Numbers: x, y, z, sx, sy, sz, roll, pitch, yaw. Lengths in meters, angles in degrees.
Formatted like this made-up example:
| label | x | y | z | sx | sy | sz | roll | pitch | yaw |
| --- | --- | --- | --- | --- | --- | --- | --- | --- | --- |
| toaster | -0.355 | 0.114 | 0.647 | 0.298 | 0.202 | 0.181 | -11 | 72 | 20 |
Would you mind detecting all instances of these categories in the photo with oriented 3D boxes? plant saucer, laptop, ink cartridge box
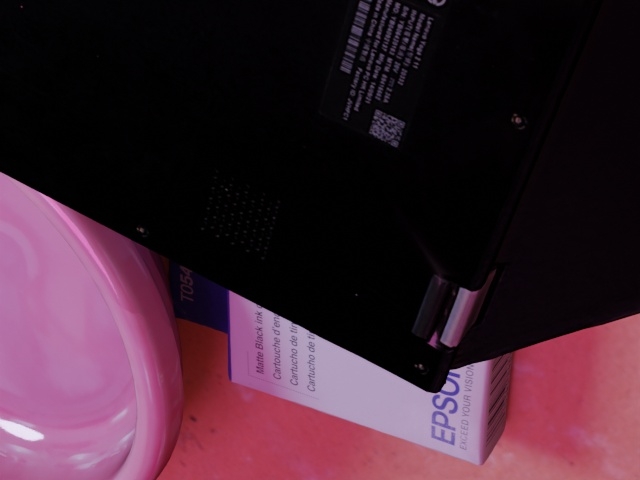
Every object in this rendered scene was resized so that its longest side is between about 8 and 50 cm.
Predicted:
| label | x | y | z | sx | sy | sz | roll | pitch | yaw |
| --- | --- | --- | --- | --- | --- | --- | --- | --- | --- |
| plant saucer | -0.216 | 0.028 | 0.987 | 0.332 | 0.084 | 0.332 | 18 | 130 | 23 |
| laptop | 0.081 | -0.163 | 0.559 | 0.408 | 0.236 | 0.382 | 26 | 132 | 10 |
| ink cartridge box | 0.000 | 0.000 | 0.867 | 0.224 | 0.045 | 0.223 | 17 | 130 | 21 |
